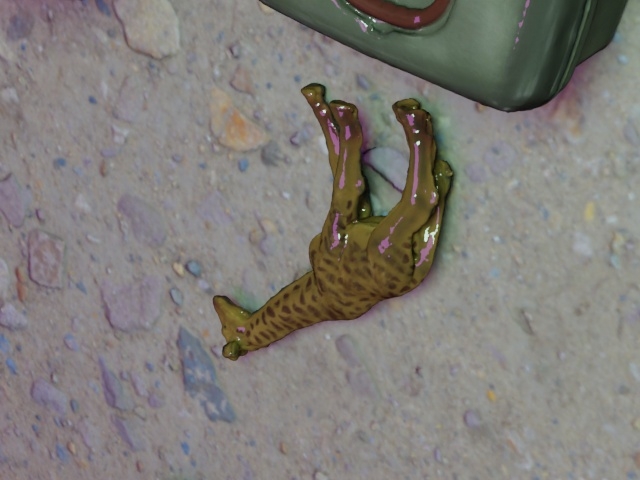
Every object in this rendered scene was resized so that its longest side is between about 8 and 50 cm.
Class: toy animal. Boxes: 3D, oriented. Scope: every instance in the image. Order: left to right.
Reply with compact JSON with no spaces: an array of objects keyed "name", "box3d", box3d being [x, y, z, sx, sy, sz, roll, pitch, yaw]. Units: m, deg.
[{"name":"toy animal","box3d":[0.007,0.006,1.033,0.149,0.054,0.275,38,130,21]}]

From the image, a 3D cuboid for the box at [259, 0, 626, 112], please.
[{"name":"box","box3d":[0.073,-0.173,0.846,0.210,0.129,0.148,27,124,24]}]
